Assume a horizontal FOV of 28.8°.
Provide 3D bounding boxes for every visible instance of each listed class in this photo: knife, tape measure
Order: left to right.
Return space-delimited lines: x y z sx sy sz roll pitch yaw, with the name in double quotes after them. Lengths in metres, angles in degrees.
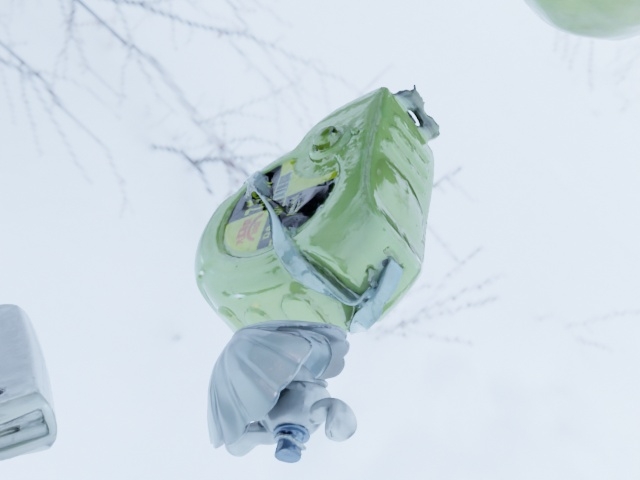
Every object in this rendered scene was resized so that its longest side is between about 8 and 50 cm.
-0.199 0.083 0.748 0.265 0.073 0.041 -158 -123 -70 "knife"
0.000 0.000 0.866 0.106 0.175 0.200 50 29 -31 "tape measure"

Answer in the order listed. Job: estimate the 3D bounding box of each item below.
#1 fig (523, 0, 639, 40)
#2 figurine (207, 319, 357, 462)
0.216 -0.260 1.042 0.233 0.314 0.233 42 -22 22 "fig"
-0.024 0.088 0.688 0.082 0.094 0.086 33 25 -26 "figurine"
